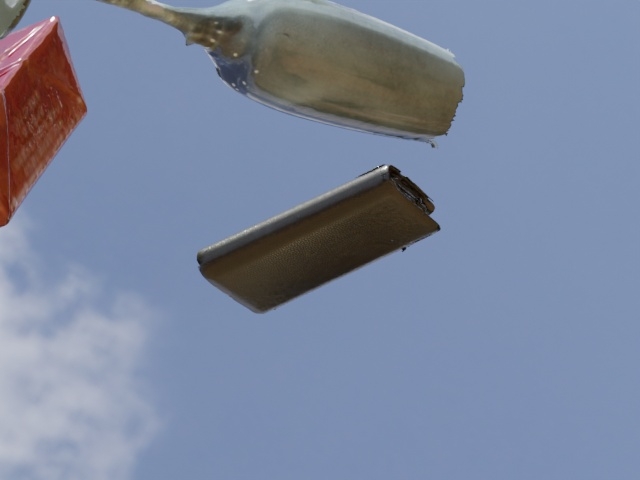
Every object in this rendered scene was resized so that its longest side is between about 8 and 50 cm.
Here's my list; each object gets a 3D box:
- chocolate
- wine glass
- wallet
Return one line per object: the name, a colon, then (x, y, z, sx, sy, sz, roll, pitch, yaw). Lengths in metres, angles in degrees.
chocolate: (-0.349, -0.083, 1.783, 0.108, 0.237, 0.235, 60, -151, -24)
wine glass: (-0.038, -0.098, 0.967, 0.262, 0.074, 0.074, 13, -81, -32)
wallet: (0.000, 0.000, 1.716, 0.198, 0.031, 0.110, -25, -35, 21)
